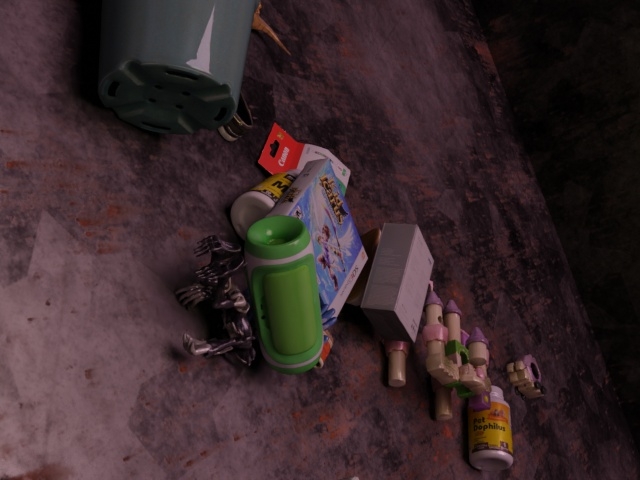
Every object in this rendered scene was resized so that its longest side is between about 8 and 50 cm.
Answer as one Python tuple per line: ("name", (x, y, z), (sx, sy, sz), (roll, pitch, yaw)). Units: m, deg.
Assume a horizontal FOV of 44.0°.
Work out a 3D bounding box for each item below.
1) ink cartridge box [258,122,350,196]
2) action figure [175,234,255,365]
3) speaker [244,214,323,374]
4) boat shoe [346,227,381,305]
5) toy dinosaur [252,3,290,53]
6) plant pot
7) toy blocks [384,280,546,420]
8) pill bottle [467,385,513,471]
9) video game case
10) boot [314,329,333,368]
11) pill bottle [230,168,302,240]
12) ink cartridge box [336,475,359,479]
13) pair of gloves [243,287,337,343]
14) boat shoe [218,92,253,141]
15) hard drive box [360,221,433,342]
("ink cartridge box", (-0.032, -0.175, 1.890), (0.224, 0.056, 0.181), (42, 35, -21))
("action figure", (-0.190, 0.128, 1.433), (0.164, 0.141, 0.276), (-116, -160, -48))
("speaker", (-0.066, 0.106, 1.481), (0.131, 0.131, 0.296), (-60, 150, -52))
("boat shoe", (0.128, 0.079, 1.963), (0.096, 0.098, 0.277), (52, 34, -21))
("toy dinosaur", (-0.166, -0.551, 1.974), (0.211, 0.064, 0.112), (18, 74, -39))
("plant pot", (-0.271, -0.402, 1.494), (0.341, 0.341, 0.334), (25, 60, -47))
("toy blocks", (0.357, 0.260, 1.991), (0.288, 0.309, 0.260), (41, 40, -36))
("pill bottle", (0.463, 0.512, 2.170), (0.117, 0.117, 0.215), (40, 41, -36))
("video game case", (0.000, 0.000, 1.685), (0.269, 0.061, 0.244), (67, 31, -26))
("boot", (-0.032, 0.205, 1.693), (0.158, 0.059, 0.085), (50, 41, -27))
("pill bottle", (-0.095, -0.078, 1.716), (0.119, 0.119, 0.208), (61, 32, -9))
("ink cartridge box", (0.042, 0.587, 1.535), (0.153, 0.087, 0.208), (-17, 86, -57))
("pair of gloves", (-0.063, 0.151, 1.599), (0.198, 0.159, 0.023), (52, 7, -21))
("boat shoe", (-0.210, -0.337, 1.751), (0.081, 0.068, 0.228), (-15, 83, -58))
("hard drive box", (0.189, 0.102, 1.899), (0.181, 0.089, 0.232), (57, 44, -52))
